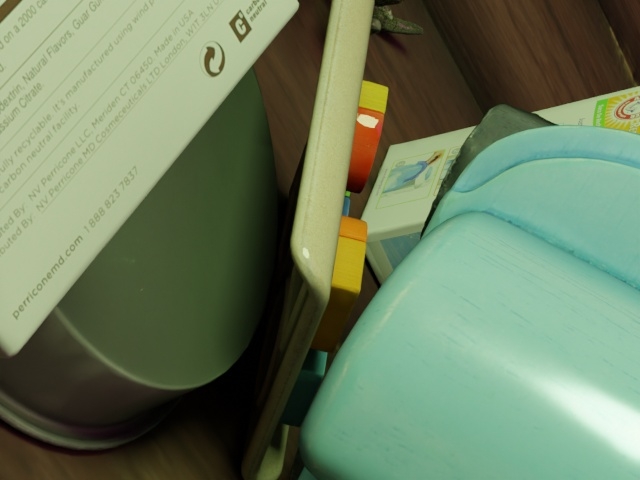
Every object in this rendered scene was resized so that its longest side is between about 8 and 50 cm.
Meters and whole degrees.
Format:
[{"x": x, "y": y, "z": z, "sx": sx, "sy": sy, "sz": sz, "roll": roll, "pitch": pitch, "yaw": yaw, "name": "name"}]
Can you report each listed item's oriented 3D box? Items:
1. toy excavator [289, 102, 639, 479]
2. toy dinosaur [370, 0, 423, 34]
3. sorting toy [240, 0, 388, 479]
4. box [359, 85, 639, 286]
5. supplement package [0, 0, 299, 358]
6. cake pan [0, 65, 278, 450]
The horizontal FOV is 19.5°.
[{"x": 0.045, "y": 0.149, "z": 0.824, "sx": 0.433, "sy": 0.222, "sz": 0.445, "roll": -63, "pitch": 163, "yaw": 9, "name": "toy excavator"}, {"x": 0.024, "y": -0.222, "z": 1.123, "sx": 0.313, "sy": 0.121, "sz": 0.160, "roll": 33, "pitch": 63, "yaw": -49, "name": "toy dinosaur"}, {"x": 0.000, "y": 0.000, "z": 0.952, "sx": 0.208, "sy": 0.038, "sz": 0.193, "roll": 104, "pitch": -4, "yaw": -53, "name": "sorting toy"}, {"x": 0.143, "y": -0.010, "z": 1.161, "sx": 0.114, "sy": 0.203, "sz": 0.103, "roll": 62, "pitch": 30, "yaw": -28, "name": "box"}, {"x": -0.175, "y": -0.130, "z": 0.577, "sx": 0.175, "sy": 0.177, "sz": 0.293, "roll": -53, "pitch": 128, "yaw": -29, "name": "supplement package"}, {"x": -0.105, "y": -0.052, "z": 0.863, "sx": 0.293, "sy": 0.054, "sz": 0.293, "roll": 37, "pitch": 46, "yaw": -52, "name": "cake pan"}]
